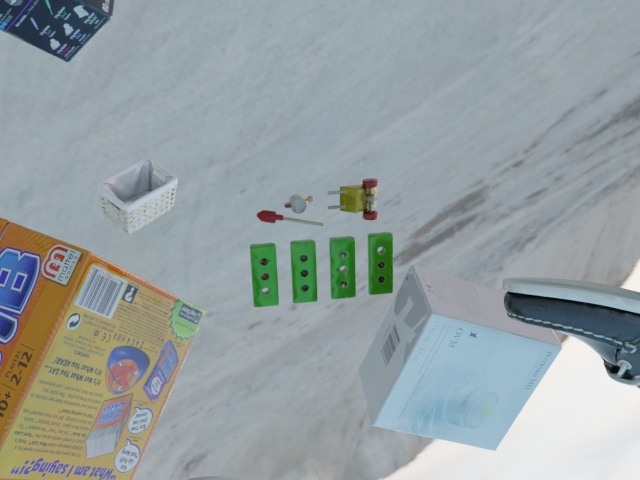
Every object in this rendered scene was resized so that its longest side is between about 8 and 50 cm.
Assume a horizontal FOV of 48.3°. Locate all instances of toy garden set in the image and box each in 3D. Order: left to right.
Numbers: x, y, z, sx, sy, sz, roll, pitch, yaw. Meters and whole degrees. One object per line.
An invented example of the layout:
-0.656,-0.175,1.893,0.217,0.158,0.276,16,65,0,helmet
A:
0.000,0.000,1.220,0.244,0.204,0.049,-5,-163,-9,toy garden set

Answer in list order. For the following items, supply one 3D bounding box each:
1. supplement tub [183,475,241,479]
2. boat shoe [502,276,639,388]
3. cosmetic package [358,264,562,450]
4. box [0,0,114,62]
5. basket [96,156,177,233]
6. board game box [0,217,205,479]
-0.114,0.468,0.829,0.207,0.338,0.207,-15,-164,5,supplement tub
0.304,0.095,0.618,0.302,0.091,0.114,11,-174,10,boat shoe
0.212,0.189,1.125,0.138,0.224,0.224,-104,-148,-59,cosmetic package
-0.457,-0.419,1.067,0.270,0.165,0.143,22,144,-40,box
-0.447,-0.109,1.748,0.167,0.113,0.103,-38,153,-40,basket
-0.490,0.188,1.233,0.356,0.356,0.356,-68,154,-12,board game box
